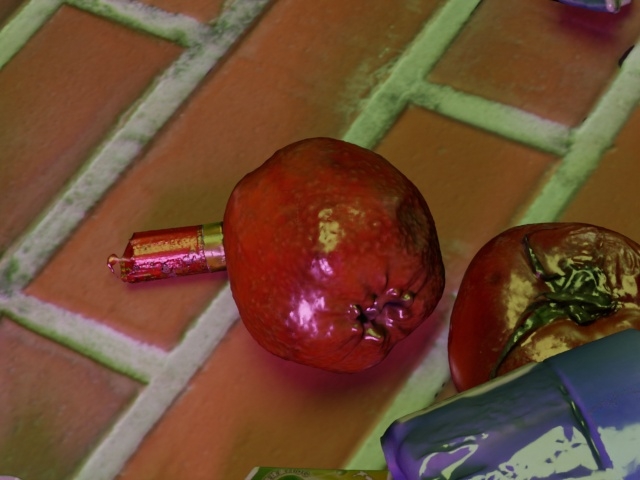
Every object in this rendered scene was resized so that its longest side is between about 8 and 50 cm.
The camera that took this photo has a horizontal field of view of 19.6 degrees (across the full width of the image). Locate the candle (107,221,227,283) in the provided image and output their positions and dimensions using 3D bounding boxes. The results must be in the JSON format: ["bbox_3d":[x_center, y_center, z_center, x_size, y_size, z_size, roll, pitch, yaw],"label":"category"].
[{"bbox_3d":[-0.147,0.013,1.827,0.130,0.052,0.052,-9,49,5],"label":"candle"}]

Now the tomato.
[{"bbox_3d":[0.222,0.063,1.683,0.228,0.101,0.228,-3,51,4],"label":"tomato"}]

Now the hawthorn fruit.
[{"bbox_3d":[0.000,0.000,1.721,0.205,0.205,0.253,-26,42,-11],"label":"hawthorn fruit"}]

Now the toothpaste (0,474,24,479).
[{"bbox_3d":[-0.252,0.329,1.554,0.073,0.114,0.299,-16,44,-5],"label":"toothpaste"}]

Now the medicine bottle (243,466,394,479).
[{"bbox_3d":[-0.029,0.263,1.568,0.188,0.088,0.132,0,51,10],"label":"medicine bottle"}]

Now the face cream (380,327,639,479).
[{"bbox_3d":[0.191,0.221,1.459,0.225,0.249,0.249,-22,50,-3],"label":"face cream"}]

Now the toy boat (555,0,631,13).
[{"bbox_3d":[0.327,-0.352,1.989,0.142,0.129,0.309,-3,47,26],"label":"toy boat"}]
